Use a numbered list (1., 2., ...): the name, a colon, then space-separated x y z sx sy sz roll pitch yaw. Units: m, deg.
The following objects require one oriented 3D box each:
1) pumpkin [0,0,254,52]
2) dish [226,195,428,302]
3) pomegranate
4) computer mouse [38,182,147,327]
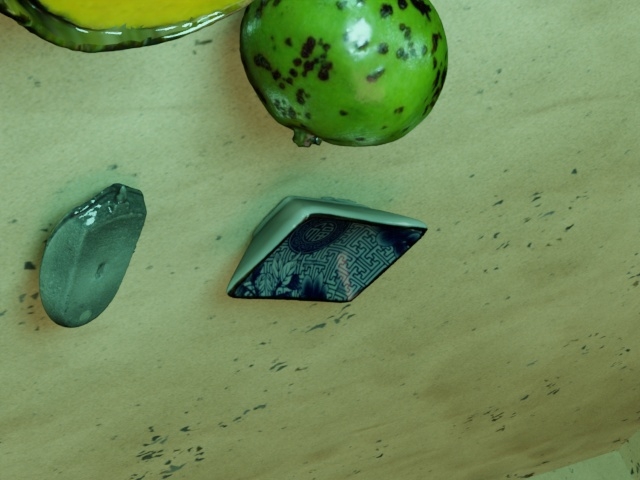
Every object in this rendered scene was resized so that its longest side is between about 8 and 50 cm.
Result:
1. pumpkin: -0.158 -0.285 0.825 0.256 0.225 0.303 -16 151 -21
2. dish: 0.000 0.000 1.598 0.243 0.080 0.182 5 141 -46
3. pomegranate: 0.035 -0.209 1.170 0.263 0.211 0.211 -62 149 -4
4. computer mouse: -0.274 0.008 1.407 0.113 0.068 0.229 -22 147 -46
